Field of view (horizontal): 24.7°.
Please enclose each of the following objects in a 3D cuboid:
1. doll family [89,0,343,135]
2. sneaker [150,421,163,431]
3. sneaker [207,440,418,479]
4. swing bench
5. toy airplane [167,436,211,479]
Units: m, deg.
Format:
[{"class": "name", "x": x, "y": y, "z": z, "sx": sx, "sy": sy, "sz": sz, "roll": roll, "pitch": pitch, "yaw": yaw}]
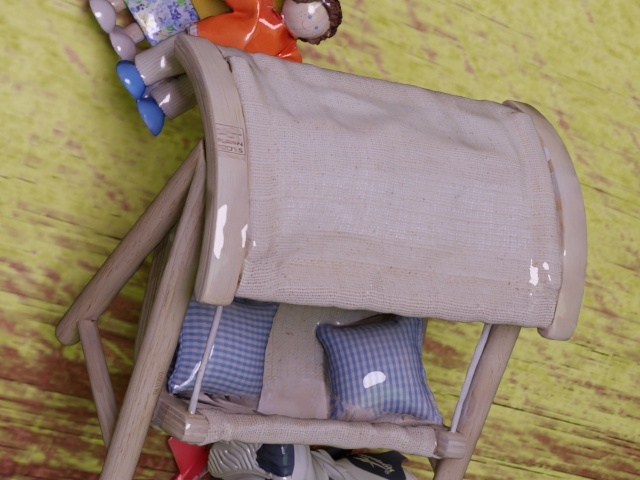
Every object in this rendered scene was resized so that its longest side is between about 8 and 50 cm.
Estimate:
[{"class": "doll family", "x": -0.082, "y": -0.204, "z": 0.869, "sx": 0.163, "sy": 0.118, "sz": 0.263, "roll": -27, "pitch": 119, "yaw": 5}, {"class": "sneaker", "x": -0.060, "y": 0.099, "z": 1.060, "sx": 0.134, "sy": 0.051, "sz": 0.070, "roll": -47, "pitch": 122, "yaw": -5}, {"class": "sneaker", "x": 0.006, "y": 0.179, "z": 1.099, "sx": 0.153, "sy": 0.094, "sz": 0.235, "roll": -32, "pitch": 137, "yaw": -28}, {"class": "swing bench", "x": 0.004, "y": 0.032, "z": 0.896, "sx": 0.253, "sy": 0.165, "sz": 0.254, "roll": 7, "pitch": 130, "yaw": -30}, {"class": "toy airplane", "x": -0.121, "y": 0.201, "z": 1.093, "sx": 0.151, "sy": 0.028, "sz": 0.151, "roll": -17, "pitch": 126, "yaw": -25}]
